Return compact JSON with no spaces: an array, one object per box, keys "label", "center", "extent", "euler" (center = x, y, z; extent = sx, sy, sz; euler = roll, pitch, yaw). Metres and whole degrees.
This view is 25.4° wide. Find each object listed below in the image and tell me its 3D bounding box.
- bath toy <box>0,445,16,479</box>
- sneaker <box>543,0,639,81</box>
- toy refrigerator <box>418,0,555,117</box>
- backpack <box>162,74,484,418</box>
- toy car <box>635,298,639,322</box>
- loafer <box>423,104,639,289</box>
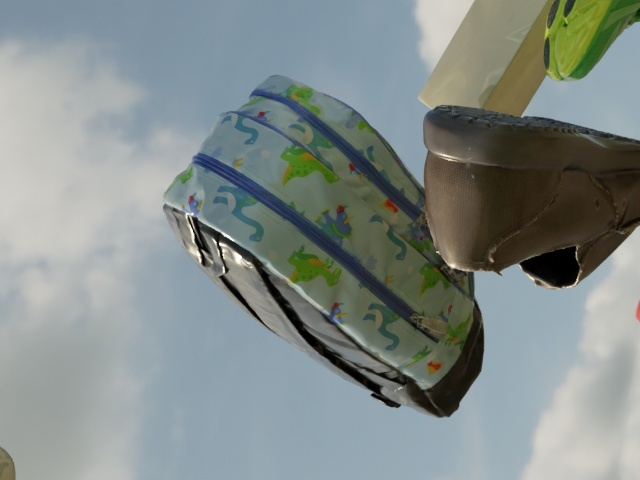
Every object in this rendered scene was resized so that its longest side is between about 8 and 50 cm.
[{"label":"bath toy","center":[-0.211,0.308,1.090],"extent":[0.151,0.348,0.129],"euler":[-36,-8,4]},{"label":"sneaker","center":[0.346,-0.276,1.487],"extent":[0.123,0.109,0.295],"euler":[41,-99,-16]},{"label":"toy refrigerator","center":[0.230,-0.256,1.658],"extent":[0.102,0.094,0.269],"euler":[1,-57,-56]},{"label":"backpack","center":[0.000,0.000,1.440],"extent":[0.356,0.290,0.273],"euler":[22,-80,-45]},{"label":"toy car","center":[0.460,0.121,1.527],"extent":[0.053,0.225,0.239],"euler":[15,-127,-50]},{"label":"loafer","center":[0.184,-0.030,1.138],"extent":[0.366,0.134,0.130],"euler":[2,-77,-51]}]
